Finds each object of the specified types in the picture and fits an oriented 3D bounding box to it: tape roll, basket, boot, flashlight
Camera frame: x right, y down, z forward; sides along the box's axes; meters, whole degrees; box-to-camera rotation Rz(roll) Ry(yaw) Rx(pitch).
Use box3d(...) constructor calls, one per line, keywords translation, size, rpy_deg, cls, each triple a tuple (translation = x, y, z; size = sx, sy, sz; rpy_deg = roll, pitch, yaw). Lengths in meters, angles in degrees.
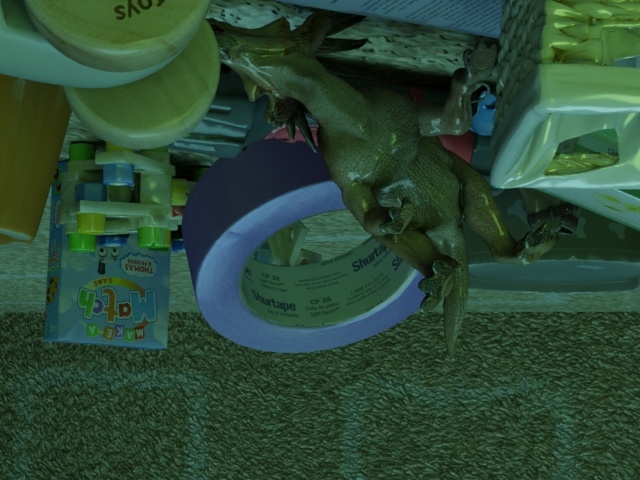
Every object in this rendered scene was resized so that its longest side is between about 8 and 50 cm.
box3d(translation=(0.000, 0.000, 1.208), size=(0.275, 0.090, 0.275), rpy_deg=(-11, 141, -9), cls="tape roll")
box3d(translation=(0.146, -0.090, 0.573), size=(0.113, 0.103, 0.167), rpy_deg=(1, 170, 1), cls="basket")
box3d(translation=(0.237, -0.049, 1.295), size=(0.118, 0.087, 0.042), rpy_deg=(4, 172, -17), cls="boot")
box3d(translation=(0.016, -0.094, 1.004), size=(0.304, 0.103, 0.103), rpy_deg=(4, 174, -23), cls="flashlight")

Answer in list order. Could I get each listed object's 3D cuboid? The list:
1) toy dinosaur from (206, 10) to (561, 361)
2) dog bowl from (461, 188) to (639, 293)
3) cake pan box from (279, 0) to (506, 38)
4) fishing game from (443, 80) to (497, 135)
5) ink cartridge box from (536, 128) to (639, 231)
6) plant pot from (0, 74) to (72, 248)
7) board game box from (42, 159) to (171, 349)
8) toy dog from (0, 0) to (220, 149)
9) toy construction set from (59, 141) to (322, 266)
box3d(translation=(0.047, -0.058, 0.838), size=(0.200, 0.127, 0.296), rpy_deg=(35, 162, 52), cls="toy dinosaur")
box3d(translation=(0.315, 0.003, 1.578), size=(0.349, 0.102, 0.349), rpy_deg=(1, 171, 0), cls="dog bowl")
box3d(translation=(0.086, -0.173, 0.592), size=(0.246, 0.070, 0.267), rpy_deg=(7, 170, -20), cls="cake pan box")
box3d(translation=(0.203, -0.125, 0.924), size=(0.264, 0.041, 0.189), rpy_deg=(-11, 173, -14), cls="fishing game")
box3d(translation=(0.314, -0.060, 1.125), size=(0.171, 0.056, 0.235), rpy_deg=(21, 174, -15), cls="ink cartridge box")
box3d(translation=(-0.240, -0.095, 0.748), size=(0.205, 0.188, 0.205), rpy_deg=(1, 171, 0), cls="plant pot")
box3d(translation=(-0.253, 0.021, 1.424), size=(0.039, 0.211, 0.160), rpy_deg=(-7, 168, 44), cls="board game box")
box3d(translation=(-0.176, -0.169, 0.539), size=(0.333, 0.161, 0.220), rpy_deg=(22, 166, -25), cls="toy dog")
box3d(translation=(-0.155, -0.033, 1.330), size=(0.327, 0.151, 0.215), rpy_deg=(23, 160, -38), cls="toy construction set")
